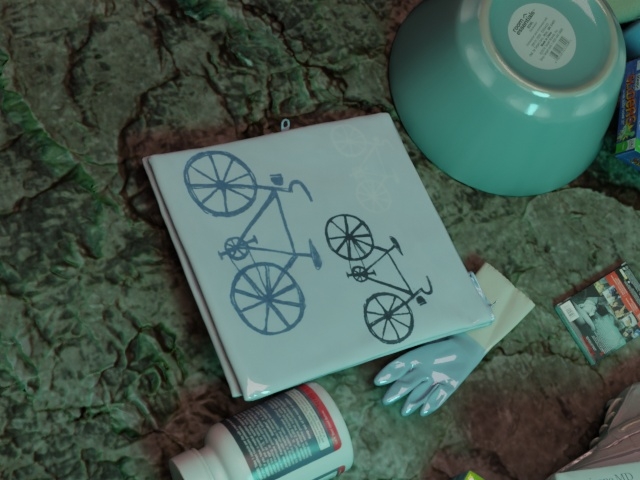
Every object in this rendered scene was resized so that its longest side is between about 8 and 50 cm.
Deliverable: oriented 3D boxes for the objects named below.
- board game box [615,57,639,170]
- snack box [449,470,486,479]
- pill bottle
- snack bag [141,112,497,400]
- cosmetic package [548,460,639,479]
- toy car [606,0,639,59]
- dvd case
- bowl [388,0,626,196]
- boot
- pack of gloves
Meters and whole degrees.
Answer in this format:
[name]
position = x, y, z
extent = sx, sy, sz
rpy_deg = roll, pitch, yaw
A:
[board game box]
position = 0.466, -0.135, 1.497
extent = 0.201, 0.035, 0.136
rpy_deg = 23, 66, -31
[snack box]
position = 0.203, 0.385, 1.277
extent = 0.207, 0.070, 0.175
rpy_deg = 31, 67, -1
[pill bottle]
position = -0.066, 0.234, 1.239
extent = 0.180, 0.108, 0.108
rpy_deg = -22, 78, -20
[snack bag]
position = 0.000, 0.000, 1.347
extent = 0.342, 0.037, 0.323
rpy_deg = -15, 67, -25
[cosmetic package]
position = 0.352, 0.353, 1.190
extent = 0.224, 0.138, 0.225
rpy_deg = -4, 52, -20
[toy car]
position = 0.454, -0.408, 1.575
extent = 0.219, 0.210, 0.238
rpy_deg = 53, 38, -7
[dvd case]
position = 0.363, 0.092, 1.447
extent = 0.119, 0.013, 0.087
rpy_deg = -28, 81, -22
[bowl]
position = 0.258, -0.227, 1.448
extent = 0.311, 0.163, 0.312
rpy_deg = 5, 70, -14
[boot]
position = 0.359, 0.246, 1.363
extent = 0.258, 0.095, 0.123
rpy_deg = -20, 37, 0
[pack of gloves]
position = 0.110, 0.093, 1.378
extent = 0.195, 0.046, 0.232
rpy_deg = 42, 63, 14
